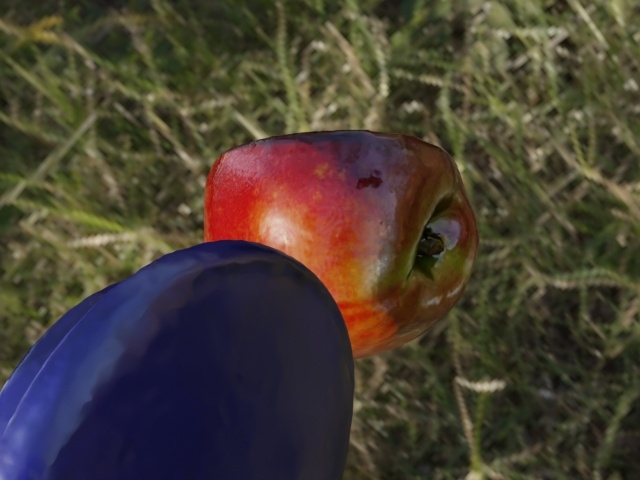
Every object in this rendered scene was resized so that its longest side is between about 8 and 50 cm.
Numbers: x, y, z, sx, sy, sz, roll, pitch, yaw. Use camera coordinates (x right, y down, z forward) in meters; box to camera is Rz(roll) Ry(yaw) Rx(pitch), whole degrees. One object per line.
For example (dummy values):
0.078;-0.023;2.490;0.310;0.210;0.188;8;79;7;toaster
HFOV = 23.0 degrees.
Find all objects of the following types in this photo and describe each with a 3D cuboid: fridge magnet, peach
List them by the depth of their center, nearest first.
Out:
-0.078;0.124;0.807;0.112;0.265;0.265;20;73;33;fridge magnet
0.000;0.000;1.524;0.274;0.248;0.245;8;58;39;peach
